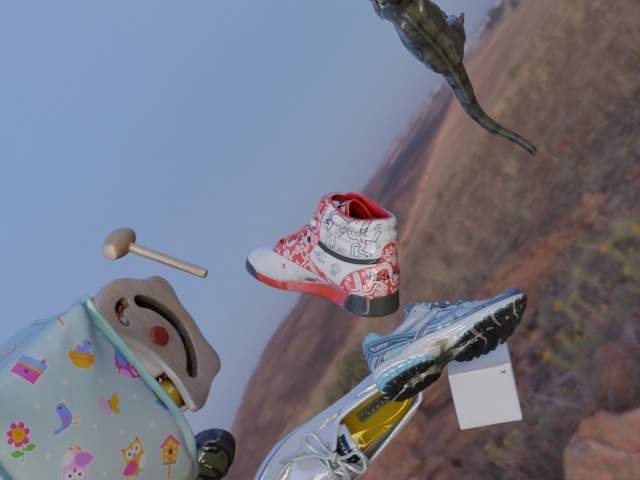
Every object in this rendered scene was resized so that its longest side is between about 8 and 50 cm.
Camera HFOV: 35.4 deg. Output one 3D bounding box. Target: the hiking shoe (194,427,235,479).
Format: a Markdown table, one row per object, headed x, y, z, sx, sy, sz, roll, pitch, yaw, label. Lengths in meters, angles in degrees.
| x | y | z | sx | sy | sz | roll | pitch | yaw | label |
| --- | --- | --- | --- | --- | --- | --- | --- | --- | --- |
| -0.199 | 0.400 | 1.579 | 0.226 | 0.086 | 0.114 | -57 | 22 | 20 | hiking shoe |

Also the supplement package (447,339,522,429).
| x | y | z | sx | sy | sz | roll | pitch | yaw | label |
| --- | --- | --- | --- | --- | --- | --- | --- | --- | --- |
| 0.272 | 0.223 | 1.689 | 0.179 | 0.105 | 0.105 | -75 | -28 | -71 | supplement package |

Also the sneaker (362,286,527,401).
| x | y | z | sx | sy | sz | roll | pitch | yaw | label |
| --- | --- | --- | --- | --- | --- | --- | --- | --- | --- |
| 0.194 | 0.133 | 1.594 | 0.283 | 0.122 | 0.110 | -27 | -35 | -9 | sneaker |

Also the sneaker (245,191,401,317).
| x | y | z | sx | sy | sz | roll | pitch | yaw | label |
| --- | --- | --- | --- | --- | --- | --- | --- | --- | --- |
| 0.001 | 0.000 | 1.346 | 0.090 | 0.270 | 0.144 | -14 | -69 | -41 | sneaker |

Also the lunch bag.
| x | y | z | sx | sy | sz | roll | pitch | yaw | label |
| --- | --- | --- | --- | --- | --- | --- | --- | --- | --- |
| -0.263 | 0.229 | 1.042 | 0.160 | 0.262 | 0.223 | -22 | 19 | 38 | lunch bag |

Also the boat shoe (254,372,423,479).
| x | y | z | sx | sy | sz | roll | pitch | yaw | label |
| --- | --- | --- | --- | --- | --- | --- | --- | --- | --- |
| 0.036 | 0.353 | 1.685 | 0.367 | 0.135 | 0.156 | -38 | 1 | -11 | boat shoe |

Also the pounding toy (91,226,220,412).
| x | y | z | sx | sy | sz | roll | pitch | yaw | label |
| --- | --- | --- | --- | --- | --- | --- | --- | --- | --- |
| -0.232 | 0.113 | 1.361 | 0.155 | 0.269 | 0.154 | -32 | 3 | 34 | pounding toy |

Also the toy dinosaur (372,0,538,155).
| x | y | z | sx | sy | sz | roll | pitch | yaw | label |
| --- | --- | --- | --- | --- | --- | --- | --- | --- | --- |
| 0.101 | -0.181 | 0.883 | 0.064 | 0.268 | 0.118 | -36 | 39 | 14 | toy dinosaur |
